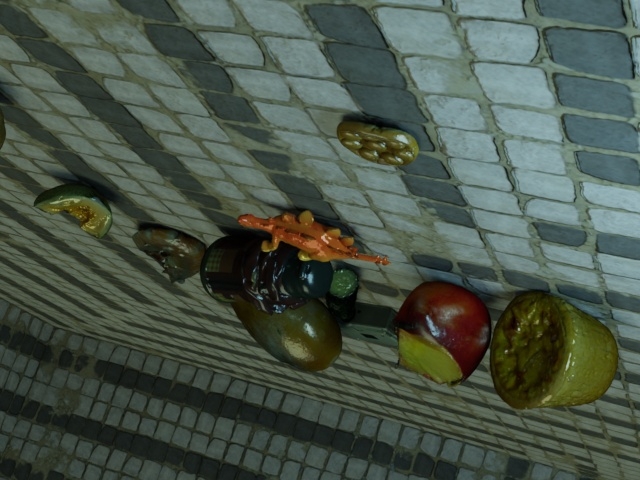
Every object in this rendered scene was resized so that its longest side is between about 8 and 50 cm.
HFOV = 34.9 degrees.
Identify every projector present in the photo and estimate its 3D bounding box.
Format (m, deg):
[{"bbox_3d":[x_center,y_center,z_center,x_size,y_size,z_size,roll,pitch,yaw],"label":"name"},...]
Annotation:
[{"bbox_3d":[0.112,0.183,2.211,0.147,0.061,0.115,5,158,38],"label":"projector"}]

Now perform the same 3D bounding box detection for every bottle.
[{"bbox_3d":[-0.093,0.067,1.904,0.271,0.143,0.156,3,158,42],"label":"bottle"}]

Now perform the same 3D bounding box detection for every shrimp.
[{"bbox_3d":[-0.336,0.034,2.234,0.164,0.062,0.317,24,160,-3],"label":"shrimp"}]

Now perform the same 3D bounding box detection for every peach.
[{"bbox_3d":[0.225,0.152,1.801,0.158,0.154,0.267,23,157,20],"label":"peach"}]

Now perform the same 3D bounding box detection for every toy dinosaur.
[{"bbox_3d":[0.000,0.000,1.711,0.288,0.071,0.117,18,165,-13],"label":"toy dinosaur"}]

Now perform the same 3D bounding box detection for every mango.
[{"bbox_3d":[-0.092,0.160,2.181,0.316,0.146,0.193,36,150,2],"label":"mango"}]

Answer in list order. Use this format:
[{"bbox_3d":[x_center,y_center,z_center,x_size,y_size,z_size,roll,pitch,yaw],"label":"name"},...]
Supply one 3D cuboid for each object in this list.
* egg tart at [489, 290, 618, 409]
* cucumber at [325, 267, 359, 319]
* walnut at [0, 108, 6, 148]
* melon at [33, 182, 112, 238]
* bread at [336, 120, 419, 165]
[{"bbox_3d":[0.393,0.196,1.697,0.147,0.203,0.202,18,167,-30],"label":"egg tart"},{"bbox_3d":[0.042,0.113,2.045,0.067,0.068,0.293,17,166,5],"label":"cucumber"},{"bbox_3d":[-0.560,-0.192,1.577,0.166,0.149,0.166,50,180,0],"label":"walnut"},{"bbox_3d":[-0.467,-0.075,1.997,0.128,0.079,0.160,-21,141,36],"label":"melon"},{"bbox_3d":[0.071,-0.123,1.275,0.110,0.025,0.110,18,166,5],"label":"bread"}]
